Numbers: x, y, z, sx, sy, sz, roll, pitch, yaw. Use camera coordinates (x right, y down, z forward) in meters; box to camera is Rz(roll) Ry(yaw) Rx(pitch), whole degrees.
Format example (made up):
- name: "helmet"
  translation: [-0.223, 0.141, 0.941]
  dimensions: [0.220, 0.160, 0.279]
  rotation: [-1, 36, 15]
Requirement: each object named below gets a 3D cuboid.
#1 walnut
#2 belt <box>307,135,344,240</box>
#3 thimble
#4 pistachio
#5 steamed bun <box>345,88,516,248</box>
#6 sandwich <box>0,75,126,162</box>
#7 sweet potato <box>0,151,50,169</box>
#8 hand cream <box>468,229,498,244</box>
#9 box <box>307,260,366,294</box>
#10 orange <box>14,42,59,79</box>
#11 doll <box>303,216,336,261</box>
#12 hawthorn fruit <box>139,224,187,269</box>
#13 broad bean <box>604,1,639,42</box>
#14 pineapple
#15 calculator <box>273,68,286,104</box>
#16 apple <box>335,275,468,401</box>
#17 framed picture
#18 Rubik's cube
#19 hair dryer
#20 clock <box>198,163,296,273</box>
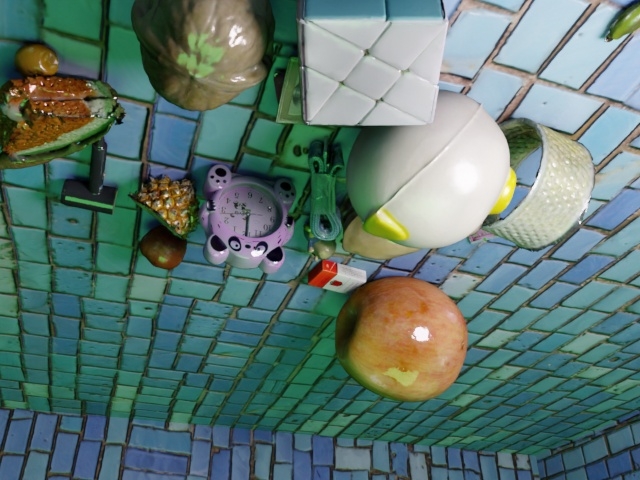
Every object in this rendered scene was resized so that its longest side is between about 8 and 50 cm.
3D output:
- name: "walnut"
  translation: [-0.195, -0.343, 1.067]
  dimensions: [0.249, 0.248, 0.248]
  rotation: [0, 146, 0]
- name: "belt"
  translation: [0.015, -0.118, 1.521]
  dimensions: [0.087, 0.072, 0.302]
  rotation: [5, 140, 5]
- name: "thimble"
  translation: [0.441, -0.123, 1.367]
  dimensions: [0.150, 0.270, 0.271]
  rotation: [20, 142, -24]
- name: "pistachio"
  translation: [0.191, -0.045, 1.580]
  dimensions: [0.293, 0.162, 0.181]
  rotation: [-13, 128, 24]
- name: "steamed bun"
  translation: [0.211, -0.141, 1.256]
  dimensions: [0.334, 0.333, 0.374]
  rotation: [-9, -171, 12]
- name: "sandwich"
  translation: [-0.554, -0.251, 1.263]
  dimensions: [0.292, 0.109, 0.212]
  rotation: [-23, 161, 41]
- name: "sweet potato"
  translation: [-0.612, -0.214, 1.402]
  dimensions: [0.270, 0.074, 0.074]
  rotation: [-18, 144, 4]
- name: "hand cream"
  translation: [0.416, -0.061, 1.668]
  dimensions: [0.079, 0.050, 0.275]
  rotation: [11, 160, 30]
- name: "box"
  translation: [0.050, 0.114, 1.923]
  dimensions: [0.152, 0.048, 0.100]
  rotation: [18, 140, -22]
- name: "orange"
  translation: [-0.552, -0.338, 1.217]
  dimensions: [0.086, 0.062, 0.086]
  rotation: [1, 144, 1]
- name: "doll"
  translation: [0.000, 0.000, 1.719]
  dimensions: [0.089, 0.102, 0.179]
  rotation: [35, 163, 26]
- name: "hawthorn fruit"
  translation: [-0.423, 0.008, 1.701]
  dimensions: [0.125, 0.125, 0.140]
  rotation: [4, 113, -6]
- name: "broad bean"
  translation: [0.623, -0.428, 1.106]
  dimensions: [0.255, 0.046, 0.065]
  rotation: [-24, 147, 33]
- name: "pineapple"
  translation: [-0.352, -0.101, 1.530]
  dimensions: [0.176, 0.136, 0.161]
  rotation: [32, 167, 22]
- name: "calculator"
  translation: [0.003, -0.305, 1.299]
  dimensions: [0.191, 0.034, 0.126]
  rotation: [-4, 145, 4]
- name: "apple"
  translation: [0.230, 0.292, 1.895]
  dimensions: [0.347, 0.391, 0.391]
  rotation: [9, 145, -17]
- name: "framed picture"
  translation: [0.034, -0.296, 1.280]
  dimensions: [0.232, 0.010, 0.173]
  rotation: [1, 144, -13]
- name: "Rubik's cube"
  translation: [0.079, -0.347, 1.059]
  dimensions: [0.231, 0.224, 0.221]
  rotation: [1, 145, 2]
- name: "hair dryer"
  translation: [-0.546, -0.167, 1.490]
  dimensions: [0.128, 0.070, 0.255]
  rotation: [10, 138, -14]
- name: "clock"
  translation: [-0.174, -0.049, 1.490]
  dimensions: [0.228, 0.247, 0.090]
  rotation: [11, 147, -16]
